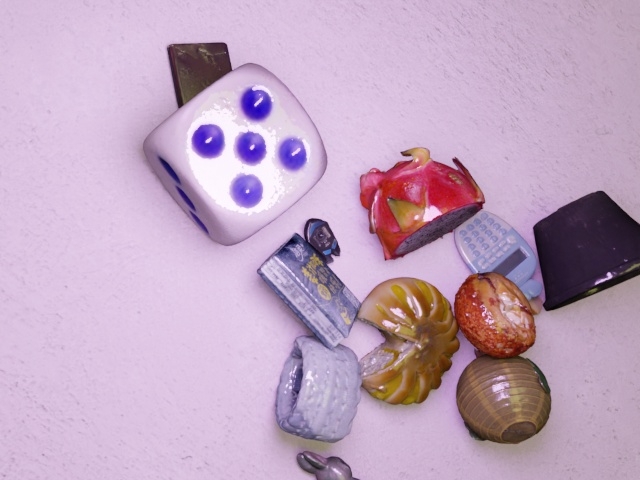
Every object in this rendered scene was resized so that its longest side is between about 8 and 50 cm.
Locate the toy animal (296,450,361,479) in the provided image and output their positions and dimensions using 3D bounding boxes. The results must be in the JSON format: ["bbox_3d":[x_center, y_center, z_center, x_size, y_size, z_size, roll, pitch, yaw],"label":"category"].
[{"bbox_3d":[0.053,0.605,1.411,0.127,0.125,0.251,-41,83,8],"label":"toy animal"}]

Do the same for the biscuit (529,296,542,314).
[{"bbox_3d":[0.572,0.148,1.666,0.188,0.052,0.056,37,62,-12],"label":"biscuit"}]

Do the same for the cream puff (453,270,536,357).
[{"bbox_3d":[0.447,0.194,1.477,0.239,0.164,0.240,17,54,-24],"label":"cream puff"}]

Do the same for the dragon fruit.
[{"bbox_3d":[0.241,-0.112,1.451,0.305,0.305,0.226,-21,72,-20],"label":"dragon fruit"}]

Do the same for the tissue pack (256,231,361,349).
[{"bbox_3d":[-0.018,0.115,1.376,0.081,0.185,0.257,-41,94,22],"label":"tissue pack"}]

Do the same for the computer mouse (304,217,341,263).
[{"bbox_3d":[0.000,0.000,1.475,0.079,0.047,0.135,-46,110,-24],"label":"computer mouse"}]

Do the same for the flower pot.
[{"bbox_3d":[0.758,0.023,1.621,0.379,0.379,0.251,-17,73,-20],"label":"flower pot"}]

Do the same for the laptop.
[{"bbox_3d":[-0.288,-0.389,1.416,0.153,0.026,0.207,-11,90,-22],"label":"laptop"}]

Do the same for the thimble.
[{"bbox_3d":[0.000,0.350,1.360,0.171,0.205,0.250,18,52,-17],"label":"thimble"}]

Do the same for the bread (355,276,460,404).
[{"bbox_3d":[0.233,0.260,1.477,0.332,0.160,0.333,2,85,-21],"label":"bread"}]

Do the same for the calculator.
[{"bbox_3d":[0.508,0.046,1.619,0.188,0.042,0.303,-36,82,-16],"label":"calculator"}]

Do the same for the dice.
[{"bbox_3d":[-0.191,-0.190,1.291,0.304,0.277,0.304,-42,104,-18],"label":"dice"}]

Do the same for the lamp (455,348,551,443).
[{"bbox_3d":[0.480,0.405,1.534,0.250,0.284,0.250,-5,127,-7],"label":"lamp"}]
